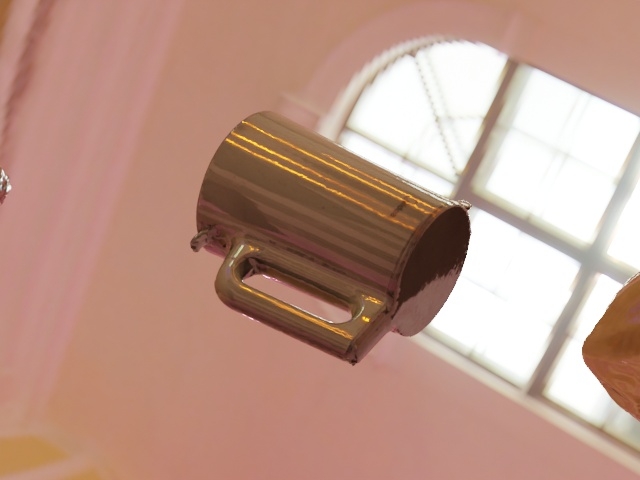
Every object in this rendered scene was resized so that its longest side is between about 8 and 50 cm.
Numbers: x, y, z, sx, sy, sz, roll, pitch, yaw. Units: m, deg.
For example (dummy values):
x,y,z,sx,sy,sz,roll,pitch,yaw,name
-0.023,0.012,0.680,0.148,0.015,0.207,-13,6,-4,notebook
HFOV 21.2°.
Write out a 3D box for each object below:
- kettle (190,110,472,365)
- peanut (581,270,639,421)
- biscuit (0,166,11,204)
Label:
x,y,z,sx,sy,sz,roll,pitch,yaw,name
0.002,-0.006,1.035,0.127,0.148,0.098,-15,-54,-56,kettle
0.309,0.065,1.149,0.313,0.149,0.149,-1,-59,-27,peanut
-0.243,0.030,0.929,0.199,0.034,0.064,-51,-3,-11,biscuit
